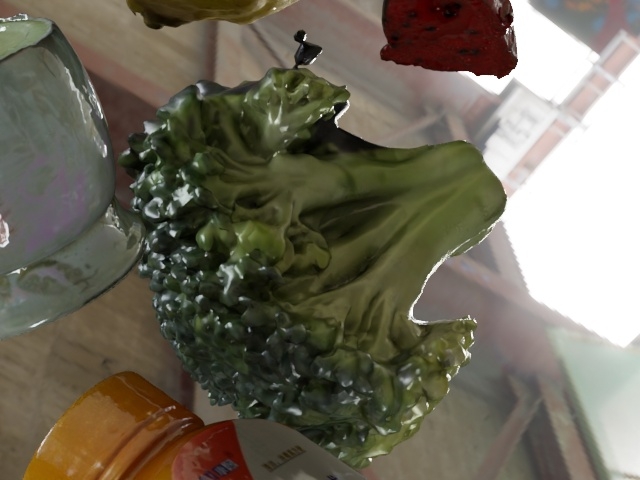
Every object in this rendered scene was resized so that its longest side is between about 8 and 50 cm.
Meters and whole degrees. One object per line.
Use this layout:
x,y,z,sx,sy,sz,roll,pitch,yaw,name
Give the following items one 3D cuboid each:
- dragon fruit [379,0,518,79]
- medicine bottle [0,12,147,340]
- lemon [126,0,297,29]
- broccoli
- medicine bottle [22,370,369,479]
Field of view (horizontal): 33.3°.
0.105,-0.225,0.898,0.192,0.122,0.092,61,-143,-63,dragon fruit
-0.183,-0.032,0.582,0.147,0.147,0.143,-80,-25,-62,medicine bottle
-0.060,-0.285,0.713,0.253,0.310,0.253,26,-156,-13,lemon
0.004,-0.001,0.823,0.281,0.293,0.348,-25,-146,-19,broccoli
-0.043,0.169,0.562,0.222,0.112,0.149,31,-164,18,medicine bottle
